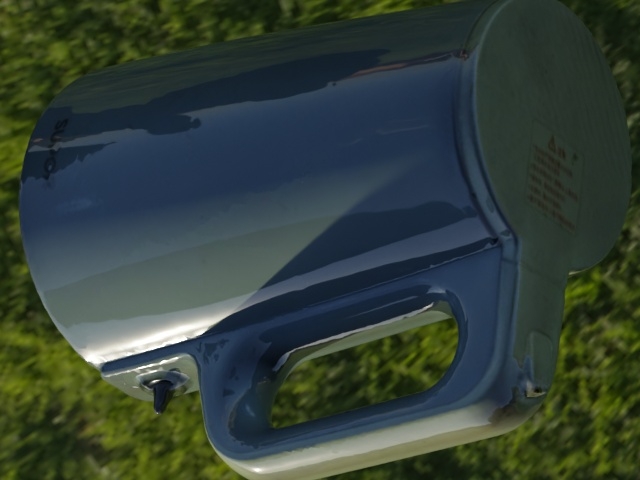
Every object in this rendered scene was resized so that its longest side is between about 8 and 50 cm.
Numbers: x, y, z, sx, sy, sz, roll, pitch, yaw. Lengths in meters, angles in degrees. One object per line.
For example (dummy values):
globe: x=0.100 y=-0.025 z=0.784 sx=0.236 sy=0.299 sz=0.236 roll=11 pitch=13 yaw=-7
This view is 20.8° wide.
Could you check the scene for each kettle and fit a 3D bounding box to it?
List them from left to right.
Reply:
kettle: x=0.000 y=0.000 z=0.747 sx=0.243 sy=0.211 sz=0.160 roll=-11 pitch=146 yaw=41
